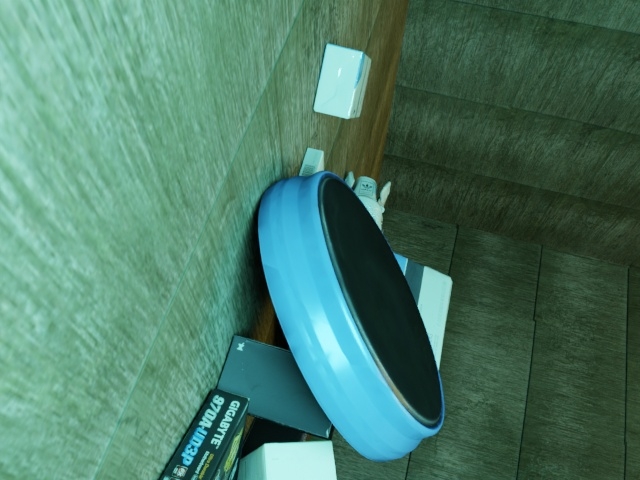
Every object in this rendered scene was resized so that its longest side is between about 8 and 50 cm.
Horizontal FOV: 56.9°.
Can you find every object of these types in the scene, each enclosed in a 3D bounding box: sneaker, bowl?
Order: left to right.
[{"bbox_3d":[0.100,-0.091,1.500,0.366,0.137,0.210,98,7,-73],"label":"sneaker"},{"bbox_3d":[0.055,0.085,0.782,0.391,0.077,0.391,54,20,-30],"label":"bowl"}]

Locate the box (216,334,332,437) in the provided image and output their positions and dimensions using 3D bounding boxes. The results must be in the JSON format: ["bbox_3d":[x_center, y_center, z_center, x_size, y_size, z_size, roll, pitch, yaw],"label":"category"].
[{"bbox_3d":[-0.048,0.206,0.810,0.158,0.155,0.093,84,23,-69],"label":"box"}]

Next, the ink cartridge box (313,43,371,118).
[{"bbox_3d":[0.042,-0.262,0.986,0.180,0.060,0.104,-51,154,-73],"label":"ink cartridge box"}]

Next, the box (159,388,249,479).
[{"bbox_3d":[-0.146,0.305,0.661,0.220,0.051,0.175,-63,166,-61],"label":"box"}]

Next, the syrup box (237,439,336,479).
[{"bbox_3d":[-0.065,0.342,0.801,0.237,0.093,0.096,128,-39,-53],"label":"syrup box"}]

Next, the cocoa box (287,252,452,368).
[{"bbox_3d":[0.075,0.204,1.196,0.347,0.227,0.232,118,-6,-49],"label":"cocoa box"}]

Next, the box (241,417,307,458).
[{"bbox_3d":[-0.097,0.431,1.099,0.261,0.103,0.185,-62,167,-63],"label":"box"}]

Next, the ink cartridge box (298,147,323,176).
[{"bbox_3d":[-0.016,-0.096,0.988,0.115,0.029,0.063,91,15,-66],"label":"ink cartridge box"}]
